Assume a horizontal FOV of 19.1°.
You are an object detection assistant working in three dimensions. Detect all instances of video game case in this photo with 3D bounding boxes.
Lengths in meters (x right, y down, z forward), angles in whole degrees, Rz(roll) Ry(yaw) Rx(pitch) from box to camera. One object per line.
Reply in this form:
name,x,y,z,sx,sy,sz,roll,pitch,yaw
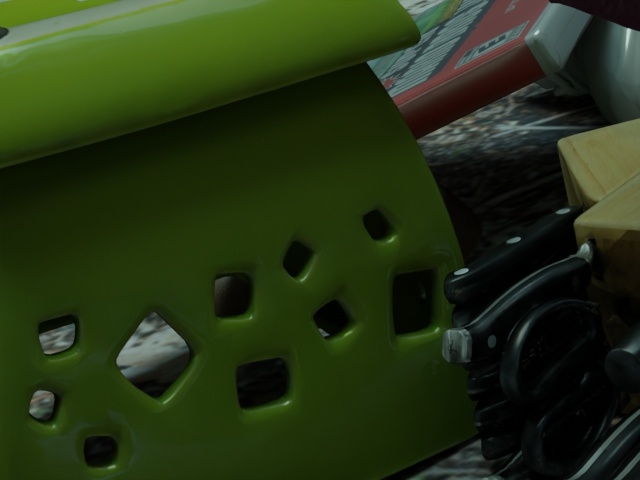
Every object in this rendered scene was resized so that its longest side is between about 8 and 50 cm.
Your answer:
video game case,0.024,-0.076,1.018,0.285,0.025,0.204,-26,14,29

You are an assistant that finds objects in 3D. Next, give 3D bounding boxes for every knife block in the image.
knife block,0.181,0.018,0.737,0.276,0.088,0.242,-14,21,1

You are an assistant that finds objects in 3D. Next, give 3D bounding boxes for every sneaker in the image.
sneaker,0.175,-0.113,1.111,0.152,0.114,0.305,-28,15,22

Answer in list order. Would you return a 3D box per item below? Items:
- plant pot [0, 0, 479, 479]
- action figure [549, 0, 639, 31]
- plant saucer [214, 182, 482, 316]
plant pot,-0.084,-0.018,0.780,0.227,0.207,0.228,-19,27,-26
action figure,0.250,-0.054,0.668,0.248,0.370,0.276,-49,-16,4
plant saucer,0.000,0.000,1.000,0.168,0.029,0.168,-13,21,5
